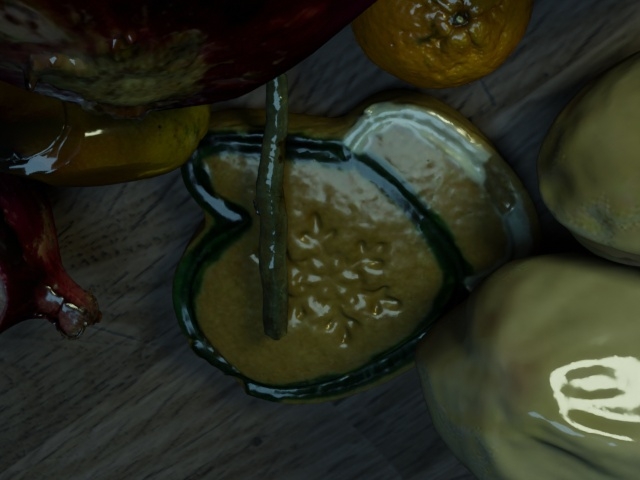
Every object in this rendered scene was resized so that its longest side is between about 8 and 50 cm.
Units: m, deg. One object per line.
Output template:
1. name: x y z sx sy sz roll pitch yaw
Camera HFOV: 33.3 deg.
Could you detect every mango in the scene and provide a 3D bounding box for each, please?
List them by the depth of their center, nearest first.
1. mango: -0.202 -0.113 0.838 0.236 0.166 0.136 16 94 8

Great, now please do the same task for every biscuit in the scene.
1. biscuit: 0.000 0.001 0.917 0.343 0.057 0.287 -34 108 26

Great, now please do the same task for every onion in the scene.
1. onion: -0.116 -0.277 0.659 0.347 0.348 0.385 -7 79 16
2. onion: -0.284 0.010 0.937 0.218 0.140 0.195 23 125 -2

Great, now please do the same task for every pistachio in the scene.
1. pistachio: 0.300 -0.065 0.749 0.293 0.182 0.162 -8 162 13
2. pistachio: 0.234 0.117 0.843 0.331 0.226 0.208 7 98 -14

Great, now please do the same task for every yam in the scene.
1. yam: -0.039 -0.025 0.867 0.027 0.029 0.234 -4 115 -12

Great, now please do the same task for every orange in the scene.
1. orange: 0.085 -0.172 0.766 0.135 0.117 0.136 6 114 13
